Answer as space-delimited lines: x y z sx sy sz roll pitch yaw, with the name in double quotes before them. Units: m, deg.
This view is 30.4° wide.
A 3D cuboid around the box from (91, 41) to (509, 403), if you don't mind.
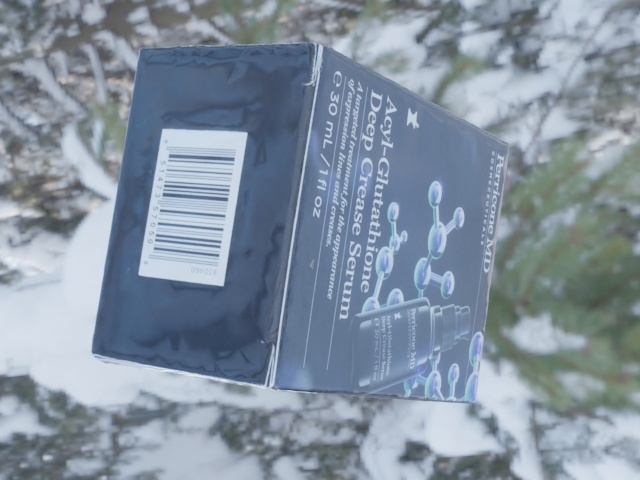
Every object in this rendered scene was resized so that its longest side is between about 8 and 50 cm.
"box" 0.000 0.000 1.170 0.395 0.212 0.294 15 -98 -57
